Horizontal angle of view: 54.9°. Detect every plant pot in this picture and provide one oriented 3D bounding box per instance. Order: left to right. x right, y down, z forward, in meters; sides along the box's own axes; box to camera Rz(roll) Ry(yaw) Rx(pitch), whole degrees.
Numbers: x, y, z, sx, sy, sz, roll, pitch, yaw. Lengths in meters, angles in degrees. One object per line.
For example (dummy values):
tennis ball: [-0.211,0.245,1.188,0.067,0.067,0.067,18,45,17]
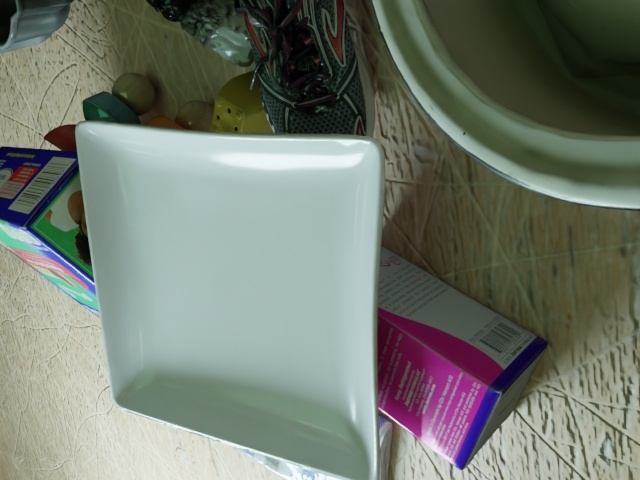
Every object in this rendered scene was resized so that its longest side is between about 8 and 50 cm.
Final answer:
plant pot: [-0.079,-0.143,0.715,0.081,0.083,0.081,36,128,27]

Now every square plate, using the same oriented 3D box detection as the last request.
square plate: [-0.092,0.055,0.635,0.343,0.049,0.348,8,110,25]

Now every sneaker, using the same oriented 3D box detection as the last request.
sneaker: [-0.029,-0.198,0.593,0.120,0.112,0.299,-13,107,13]

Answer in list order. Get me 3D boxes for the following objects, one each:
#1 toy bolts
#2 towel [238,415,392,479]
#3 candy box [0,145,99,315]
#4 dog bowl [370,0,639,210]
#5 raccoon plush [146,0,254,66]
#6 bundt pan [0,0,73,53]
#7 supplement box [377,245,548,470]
toy bolts: [-0.232,-0.125,0.863,0.228,0.159,0.218,32,168,16]
towel: [-0.025,0.278,0.879,0.284,0.034,0.209,23,121,34]
candy box: [-0.298,0.024,0.842,0.268,0.122,0.317,10,150,44]
dog bowl: [0.206,-0.225,0.324,0.407,0.150,0.409,16,111,50]
raccoon plush: [-0.156,-0.448,0.647,0.446,0.216,0.299,35,118,-13]
bundt pan: [-0.473,-0.447,0.915,0.330,0.124,0.331,18,119,35]
supplement box: [0.097,0.108,0.642,0.220,0.111,0.114,33,126,29]
